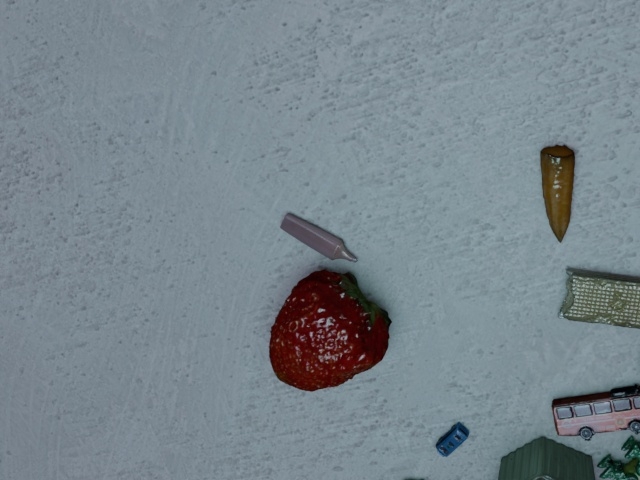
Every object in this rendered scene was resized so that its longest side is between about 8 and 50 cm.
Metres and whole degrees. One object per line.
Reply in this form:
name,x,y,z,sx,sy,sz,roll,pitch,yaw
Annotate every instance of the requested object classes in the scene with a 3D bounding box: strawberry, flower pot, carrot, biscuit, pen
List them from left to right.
pen,0.000,0.000,1.872,0.197,0.032,0.053,31,110,9
strawberry,0.008,0.217,1.812,0.257,0.257,0.277,43,100,2
flower pot,0.506,0.578,1.797,0.239,0.189,0.209,22,110,11
carrot,0.498,-0.092,1.690,0.072,0.072,0.205,-3,109,17
biscuit,0.629,0.128,1.708,0.239,0.062,0.108,7,106,15

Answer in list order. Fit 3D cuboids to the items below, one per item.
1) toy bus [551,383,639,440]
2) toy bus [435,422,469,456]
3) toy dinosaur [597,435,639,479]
toy bus,0.629,0.376,1.772,0.235,0.073,0.096,-15,93,20
toy bus,0.308,0.469,1.900,0.038,0.046,0.083,42,110,2
toy dinosaur,0.720,0.491,1.769,0.153,0.094,0.259,35,103,5
